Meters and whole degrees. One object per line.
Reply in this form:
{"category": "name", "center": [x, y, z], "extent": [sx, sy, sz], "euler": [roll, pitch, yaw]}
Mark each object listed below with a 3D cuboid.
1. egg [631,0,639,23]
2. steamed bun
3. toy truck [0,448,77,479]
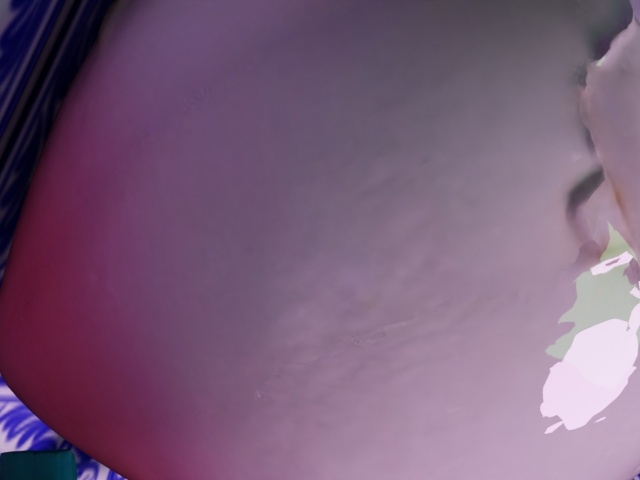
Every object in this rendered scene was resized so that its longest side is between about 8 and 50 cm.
{"category": "egg", "center": [0.240, -0.120, 1.203], "extent": [0.336, 0.278, 0.278], "euler": [-47, 157, -56]}
{"category": "steamed bun", "center": [0.000, 0.000, 0.697], "extent": [0.309, 0.309, 0.309], "euler": [-55, 162, -28]}
{"category": "toy truck", "center": [-0.119, 0.285, 0.715], "extent": [0.178, 0.176, 0.364], "euler": [87, 1, -58]}
